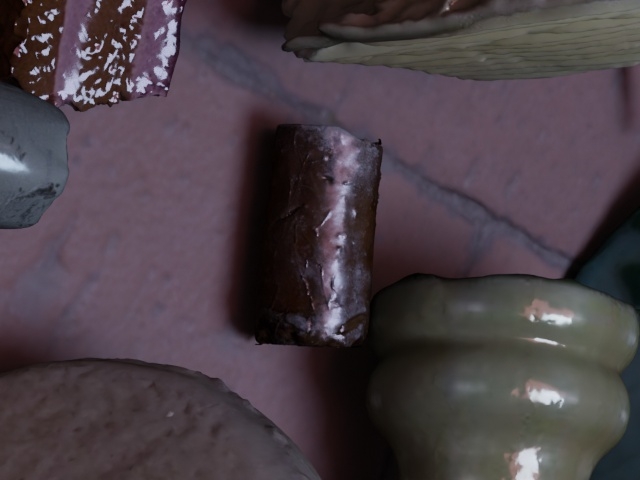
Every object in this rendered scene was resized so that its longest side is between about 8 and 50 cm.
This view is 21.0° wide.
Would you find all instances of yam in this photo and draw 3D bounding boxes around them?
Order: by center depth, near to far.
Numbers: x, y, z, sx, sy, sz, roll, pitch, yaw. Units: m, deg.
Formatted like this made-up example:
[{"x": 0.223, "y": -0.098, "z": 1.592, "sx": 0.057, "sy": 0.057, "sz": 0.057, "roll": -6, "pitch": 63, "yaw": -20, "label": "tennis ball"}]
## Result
[{"x": 0.000, "y": 0.000, "z": 1.091, "sx": 0.079, "sy": 0.079, "sz": 0.141, "roll": 6, "pitch": 90, "yaw": -36, "label": "yam"}]

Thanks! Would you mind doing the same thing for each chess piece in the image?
[{"x": 0.106, "y": 0.199, "z": 1.085, "sx": 0.182, "sy": 0.182, "sz": 0.330, "roll": 17, "pitch": 70, "yaw": -36, "label": "chess piece"}]

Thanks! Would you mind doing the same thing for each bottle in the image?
[{"x": -0.261, "y": -0.065, "z": 0.892, "sx": 0.270, "sy": 0.083, "sz": 0.083, "roll": 12, "pitch": 89, "yaw": -35, "label": "bottle"}]

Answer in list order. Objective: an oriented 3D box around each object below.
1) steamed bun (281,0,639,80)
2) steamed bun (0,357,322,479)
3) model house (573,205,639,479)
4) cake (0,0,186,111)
[{"x": 0.126, "y": -0.237, "z": 1.036, "sx": 0.273, "sy": 0.290, "sz": 0.272, "roll": 3, "pitch": 88, "yaw": -54, "label": "steamed bun"}, {"x": -0.118, "y": 0.207, "z": 0.924, "sx": 0.283, "sy": 0.283, "sz": 0.177, "roll": -39, "pitch": 142, "yaw": -26, "label": "steamed bun"}, {"x": 0.345, "y": 0.147, "z": 1.277, "sx": 0.329, "sy": 0.252, "sz": 0.295, "roll": 46, "pitch": 68, "yaw": -38, "label": "model house"}, {"x": -0.116, "y": -0.217, "z": 0.971, "sx": 0.116, "sy": 0.113, "sz": 0.295, "roll": -2, "pitch": 103, "yaw": -34, "label": "cake"}]
